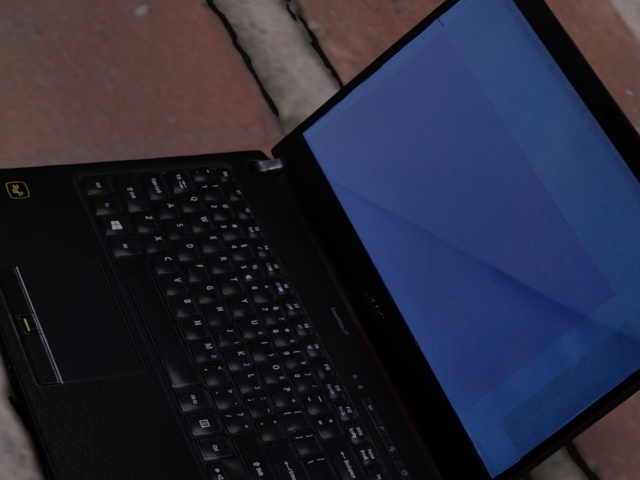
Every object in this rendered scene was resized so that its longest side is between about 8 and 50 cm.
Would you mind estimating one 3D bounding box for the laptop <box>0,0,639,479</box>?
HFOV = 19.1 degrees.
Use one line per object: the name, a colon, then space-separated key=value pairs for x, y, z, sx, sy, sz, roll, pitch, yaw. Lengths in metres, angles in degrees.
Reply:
laptop: x=0.000 y=0.000 z=0.827 sx=0.264 sy=0.137 sz=0.234 roll=-5 pitch=47 yaw=-27
